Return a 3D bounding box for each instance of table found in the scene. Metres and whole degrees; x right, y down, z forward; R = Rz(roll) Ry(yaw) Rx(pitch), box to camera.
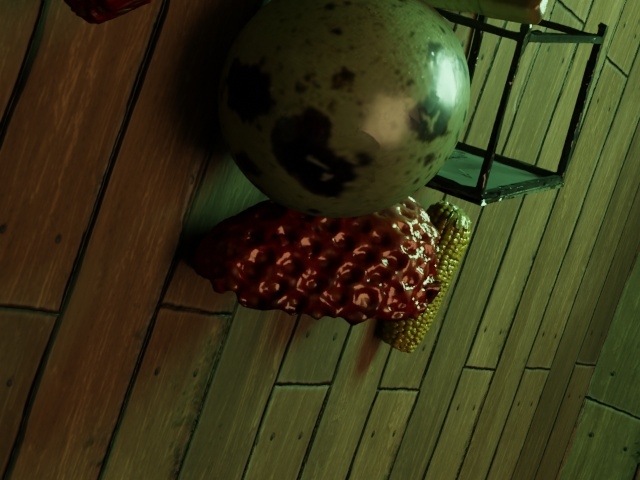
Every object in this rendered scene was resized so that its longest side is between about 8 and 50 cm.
[{"bbox_3d":[0.250,-0.228,2.131,0.335,0.222,0.272,-13,121,-60],"label":"table"}]

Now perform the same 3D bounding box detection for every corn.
[{"bbox_3d":[0.174,0.060,2.334,0.091,0.091,0.260,20,94,-46],"label":"corn"}]

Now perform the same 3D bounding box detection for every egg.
[{"bbox_3d":[0.033,-0.175,1.693,0.379,0.288,0.287,-34,138,-68],"label":"egg"}]

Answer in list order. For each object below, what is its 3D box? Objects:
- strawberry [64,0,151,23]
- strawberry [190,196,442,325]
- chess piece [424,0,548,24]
[{"bbox_3d":[-0.150,-0.377,1.271,0.292,0.292,0.343,-45,162,-39],"label":"strawberry"},{"bbox_3d":[0.000,0.000,1.799,0.336,0.265,0.149,-1,111,-36],"label":"strawberry"},{"bbox_3d":[0.164,-0.356,1.795,0.137,0.301,0.137,-37,137,-44],"label":"chess piece"}]
